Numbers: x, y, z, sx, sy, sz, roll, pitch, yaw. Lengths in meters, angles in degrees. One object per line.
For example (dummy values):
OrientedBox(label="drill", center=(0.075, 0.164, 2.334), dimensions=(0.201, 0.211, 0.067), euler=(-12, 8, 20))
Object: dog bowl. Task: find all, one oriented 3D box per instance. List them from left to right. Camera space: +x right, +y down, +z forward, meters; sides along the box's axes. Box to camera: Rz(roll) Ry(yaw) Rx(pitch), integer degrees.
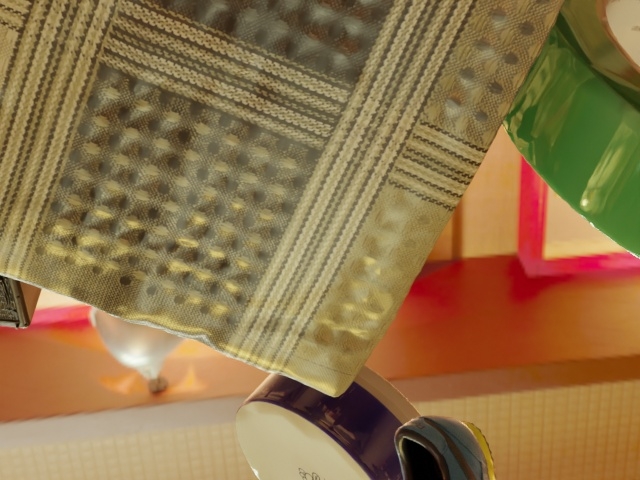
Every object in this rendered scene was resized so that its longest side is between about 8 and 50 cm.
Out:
OrientedBox(label="dog bowl", center=(0.023, 0.266, 1.229), dimensions=(0.264, 0.265, 0.104), euler=(19, -133, 37))

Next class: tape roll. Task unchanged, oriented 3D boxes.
OrientedBox(label="tape roll", center=(0.273, -0.078, 0.671), dimensions=(0.321, 0.077, 0.321), euler=(16, -142, -13))

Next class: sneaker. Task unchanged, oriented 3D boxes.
OrientedBox(label="sneaker", center=(0.101, 0.227, 0.709), dimensions=(0.082, 0.069, 0.209), euler=(10, -125, -47))

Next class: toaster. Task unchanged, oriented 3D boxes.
OrientedBox(label="toaster", center=(-0.558, 0.046, 1.625), dimensions=(0.168, 0.186, 0.110), euler=(5, -135, 2))

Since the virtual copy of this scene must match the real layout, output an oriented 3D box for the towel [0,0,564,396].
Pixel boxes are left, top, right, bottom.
OrientedBox(label="towel", center=(-0.062, -0.086, 0.543), dimensions=(0.312, 0.324, 0.056), euler=(21, -153, -11))
